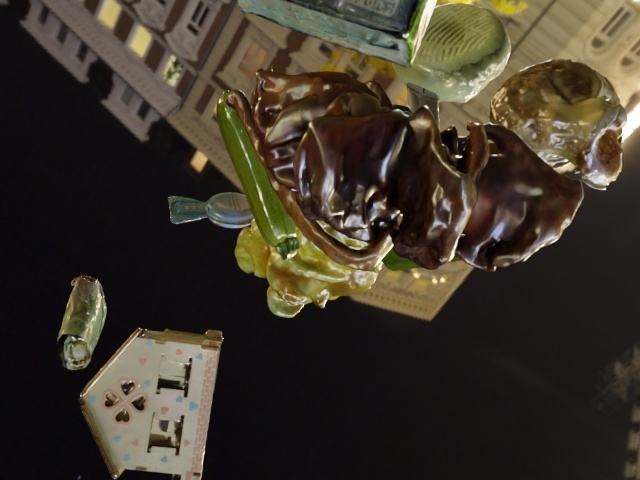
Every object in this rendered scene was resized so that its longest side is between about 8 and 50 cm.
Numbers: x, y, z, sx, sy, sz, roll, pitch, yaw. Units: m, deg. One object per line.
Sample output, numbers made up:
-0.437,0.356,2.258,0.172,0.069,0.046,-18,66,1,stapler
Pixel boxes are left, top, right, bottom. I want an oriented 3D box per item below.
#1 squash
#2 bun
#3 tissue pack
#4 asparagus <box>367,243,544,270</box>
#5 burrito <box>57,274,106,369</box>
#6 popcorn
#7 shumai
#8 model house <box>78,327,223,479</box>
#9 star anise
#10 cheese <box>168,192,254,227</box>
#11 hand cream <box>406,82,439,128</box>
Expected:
-0.086,-0.094,0.962,0.069,0.069,0.258,-26,-84,-56,squash
0.216,-0.302,1.109,0.195,0.118,0.195,-5,-128,6,bun
0.039,-0.290,0.577,0.173,0.236,0.073,20,175,10,tissue pack
0.174,0.000,0.876,0.067,0.277,0.060,57,-133,-15,asparagus
-0.562,0.188,1.580,0.089,0.144,0.229,5,-138,-10,burrito
-0.005,0.003,1.468,0.279,0.335,0.274,-22,-89,-37,popcorn
0.354,-0.165,0.927,0.209,0.161,0.153,5,-159,-16,shumai
-0.324,0.320,1.250,0.244,0.169,0.326,8,-98,-9,model house
0.051,-0.040,0.454,0.190,0.126,0.220,3,-161,-27,star anise
-0.251,-0.076,1.646,0.244,0.052,0.135,-1,-145,-17,cheese
0.147,-0.156,0.937,0.057,0.037,0.165,18,-126,-21,hand cream
